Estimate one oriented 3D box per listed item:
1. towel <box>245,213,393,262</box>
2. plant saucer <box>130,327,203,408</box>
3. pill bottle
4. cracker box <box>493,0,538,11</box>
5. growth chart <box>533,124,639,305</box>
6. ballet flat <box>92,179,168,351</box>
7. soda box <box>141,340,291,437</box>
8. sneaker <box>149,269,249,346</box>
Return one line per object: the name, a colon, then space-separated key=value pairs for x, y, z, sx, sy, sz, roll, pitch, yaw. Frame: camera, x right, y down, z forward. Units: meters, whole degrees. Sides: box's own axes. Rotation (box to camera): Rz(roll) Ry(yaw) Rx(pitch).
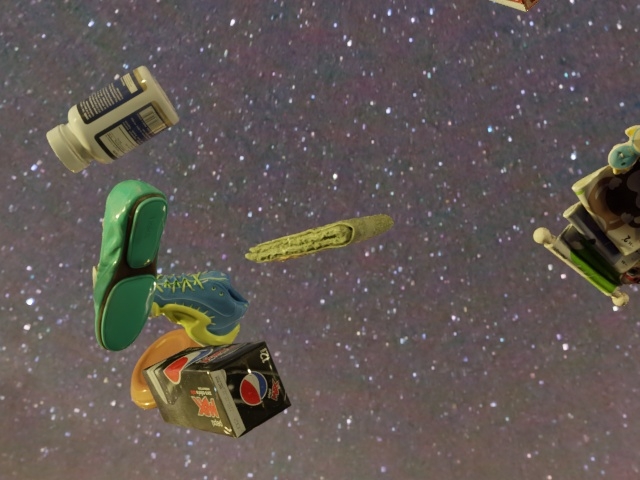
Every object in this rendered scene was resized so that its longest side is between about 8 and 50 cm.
towel: x=0.000 y=0.000 z=0.722 sx=0.148 sy=0.110 sz=0.027 roll=-15 pitch=-91 yaw=33
plant saucer: x=-0.324 y=0.259 z=1.344 sx=0.200 sy=0.200 sz=0.037 roll=-22 pitch=-57 yaw=25
pill bottle: x=-0.299 y=-0.169 z=0.919 sx=0.169 sy=0.094 sz=0.094 roll=-31 pitch=-51 yaw=-2
cracker box: x=0.202 y=-0.420 z=0.829 sx=0.067 sy=0.155 sz=0.232 roll=-42 pitch=-53 yaw=3
growth chart: x=0.314 y=-0.039 z=0.578 sx=0.172 sy=0.021 sz=0.237 roll=28 pitch=-51 yaw=-22
ballet flat: x=-0.263 y=0.029 z=0.860 sx=0.083 sy=0.087 sz=0.247 roll=-6 pitch=-57 yaw=-46
soda box: x=-0.096 y=0.125 z=0.550 sx=0.169 sy=0.053 sz=0.060 roll=-18 pitch=-85 yaw=56
sneaker: x=-0.223 y=0.079 z=1.056 sx=0.240 sy=0.091 sz=0.126 roll=35 pitch=-82 yaw=-25
